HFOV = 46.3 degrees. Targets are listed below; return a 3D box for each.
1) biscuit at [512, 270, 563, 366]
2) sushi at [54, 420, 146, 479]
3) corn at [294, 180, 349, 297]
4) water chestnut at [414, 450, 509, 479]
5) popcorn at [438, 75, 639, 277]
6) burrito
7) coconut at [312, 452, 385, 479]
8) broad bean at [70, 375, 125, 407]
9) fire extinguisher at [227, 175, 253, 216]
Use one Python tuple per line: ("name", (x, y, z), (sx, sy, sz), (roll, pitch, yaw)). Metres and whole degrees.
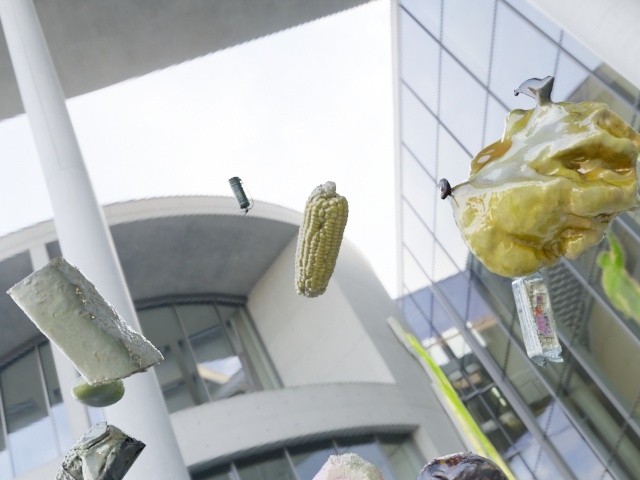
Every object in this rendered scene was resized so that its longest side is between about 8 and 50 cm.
("biscuit", (0.658, 0.228, 2.288), (0.079, 0.309, 0.186), (-8, -15, -6))
("sushi", (-0.471, 0.451, 1.508), (0.109, 0.134, 0.273), (44, -38, -10))
("corn", (0.000, 0.000, 2.092), (0.130, 0.130, 0.346), (-4, -63, -29))
("water chestnut", (0.389, 0.703, 1.982), (0.300, 0.300, 0.300), (-17, -42, -16))
("popcorn", (0.367, -0.090, 1.219), (0.281, 0.297, 0.316), (39, -65, -24))
("burrito", (-0.425, 0.162, 1.391), (0.105, 0.143, 0.299), (-33, -76, 27))
("coconut", (0.087, 0.727, 2.155), (0.233, 0.233, 0.245), (-30, -21, -1))
("broad bean", (-0.623, 0.415, 2.099), (0.124, 0.082, 0.174), (-35, -32, 11))
("fire extinguisher", (-0.160, -0.091, 1.528), (0.038, 0.083, 0.025), (-19, -12, -17))
